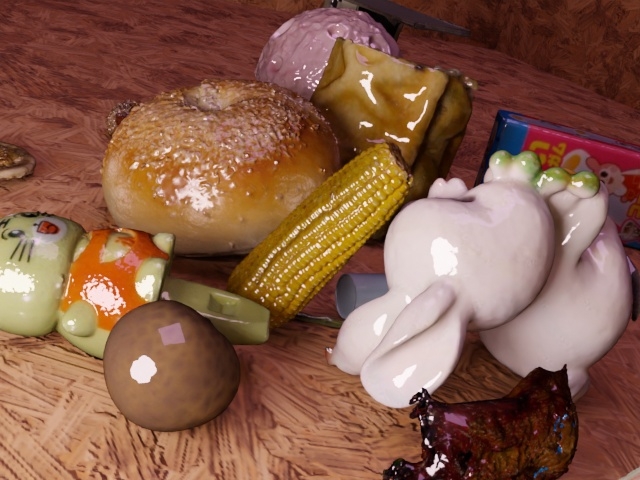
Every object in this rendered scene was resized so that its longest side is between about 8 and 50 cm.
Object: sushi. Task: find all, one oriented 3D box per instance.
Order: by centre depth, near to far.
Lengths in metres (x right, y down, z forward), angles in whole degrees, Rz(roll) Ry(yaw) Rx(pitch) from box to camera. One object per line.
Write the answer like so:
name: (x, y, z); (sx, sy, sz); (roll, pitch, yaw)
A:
sushi: (-0.302, -0.186, 1.317); (0.055, 0.052, 0.120); (26, 21, -14)

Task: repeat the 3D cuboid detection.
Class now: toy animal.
toy animal: (0.162, 0.043, 0.823); (0.310, 0.247, 0.183); (16, -2, -43)

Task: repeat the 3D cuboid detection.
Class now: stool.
stool: (0.125, -0.351, 1.742); (0.170, 0.243, 0.270); (-6, 29, -41)

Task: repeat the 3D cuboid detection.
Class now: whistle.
whistle: (-0.184, 0.042, 0.745); (0.288, 0.106, 0.131); (12, 28, -6)

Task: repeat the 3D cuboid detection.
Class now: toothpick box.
toothpick box: (0.064, 0.061, 0.936); (0.083, 0.052, 0.052); (3, 24, -26)

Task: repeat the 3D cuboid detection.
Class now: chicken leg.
chicken leg: (0.142, 0.160, 0.688); (0.234, 0.105, 0.063); (-4, -13, -35)

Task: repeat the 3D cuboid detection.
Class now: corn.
corn: (0.000, 0.000, 0.824); (0.080, 0.231, 0.080); (41, 20, -19)

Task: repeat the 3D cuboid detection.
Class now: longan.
longan: (-0.114, 0.096, 0.666); (0.113, 0.092, 0.113); (20, 48, -24)

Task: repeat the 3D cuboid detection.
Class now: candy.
candy: (0.426, -0.104, 1.444); (0.306, 0.157, 0.100); (14, 21, -1)

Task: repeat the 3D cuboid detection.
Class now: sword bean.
sword bean: (-0.009, 0.081, 0.895); (0.083, 0.012, 0.012); (14, 21, -8)

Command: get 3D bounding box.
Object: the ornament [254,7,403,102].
ornament: (0.024, -0.259, 1.440); (0.259, 0.259, 0.225); (0, 33, -34)

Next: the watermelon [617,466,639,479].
watermelon: (0.159, 0.253, 0.425); (0.322, 0.175, 0.188); (-25, 78, -34)

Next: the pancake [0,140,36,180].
pancake: (-0.423, -0.098, 1.048); (0.152, 0.025, 0.151); (13, 20, -5)

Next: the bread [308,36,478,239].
bread: (0.083, -0.139, 1.196); (0.196, 0.252, 0.238); (27, 19, 39)

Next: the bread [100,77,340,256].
bread: (-0.119, -0.101, 1.019); (0.306, 0.158, 0.305); (-4, 28, 2)
